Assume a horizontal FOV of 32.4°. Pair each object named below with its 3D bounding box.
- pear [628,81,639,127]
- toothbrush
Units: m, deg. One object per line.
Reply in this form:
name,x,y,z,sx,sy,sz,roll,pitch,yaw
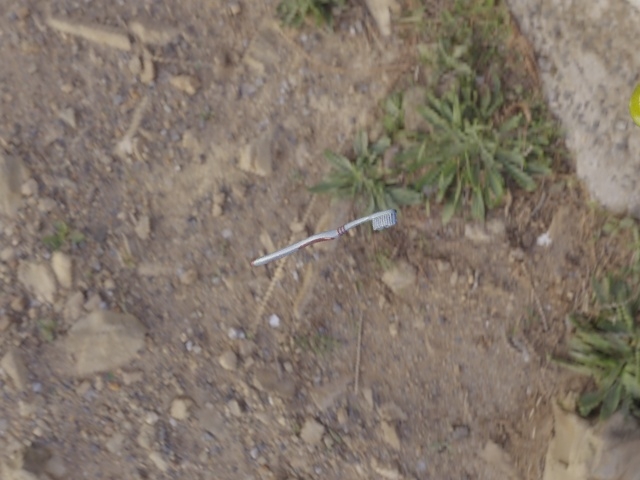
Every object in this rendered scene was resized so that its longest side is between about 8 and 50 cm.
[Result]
pear,0.417,-0.164,1.326,0.092,0.097,0.092,1,86,-10
toothbrush,0.000,0.000,1.157,0.193,0.013,0.019,-18,72,34
